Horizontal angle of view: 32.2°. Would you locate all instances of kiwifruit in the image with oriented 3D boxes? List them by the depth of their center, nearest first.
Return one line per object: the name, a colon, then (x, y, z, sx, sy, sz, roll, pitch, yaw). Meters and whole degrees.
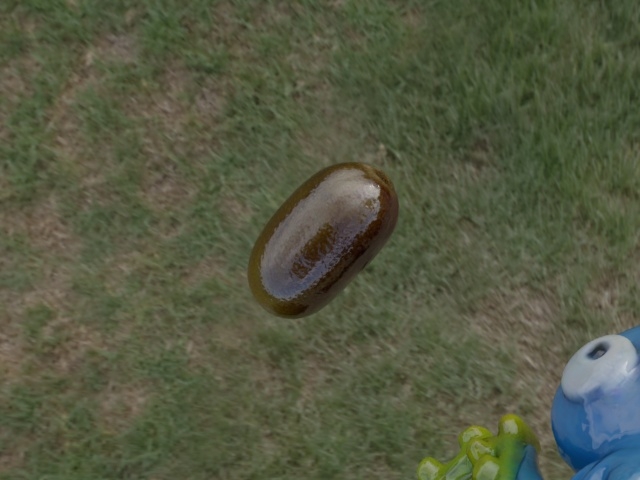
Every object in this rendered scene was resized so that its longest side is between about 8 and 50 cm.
kiwifruit: (0.000, 0.000, 0.736, 0.075, 0.075, 0.124, 48, 114, 21)

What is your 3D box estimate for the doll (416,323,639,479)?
doll: (0.175, 0.132, 0.620, 0.346, 0.341, 0.098, -24, 105, 29)
